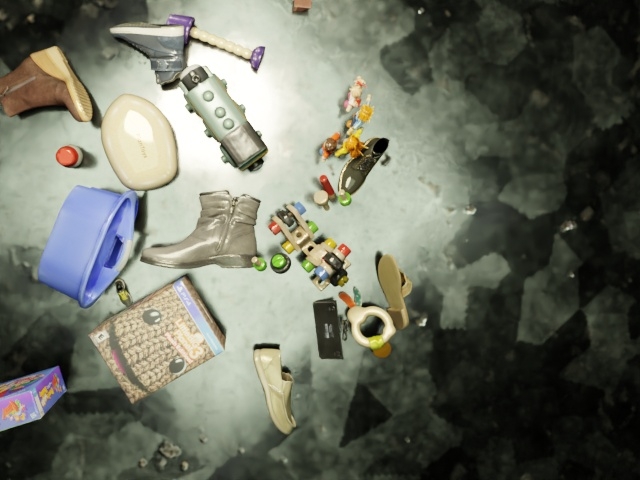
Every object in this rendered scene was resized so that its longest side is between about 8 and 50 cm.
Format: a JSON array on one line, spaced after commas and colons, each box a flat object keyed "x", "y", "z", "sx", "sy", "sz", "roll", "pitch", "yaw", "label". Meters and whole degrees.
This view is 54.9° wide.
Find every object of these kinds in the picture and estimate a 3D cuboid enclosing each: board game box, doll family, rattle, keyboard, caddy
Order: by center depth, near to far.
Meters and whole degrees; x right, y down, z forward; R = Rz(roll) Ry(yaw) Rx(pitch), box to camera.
[{"x": -0.896, "y": 0.454, "z": 1.649, "sx": 0.347, "sy": 0.233, "sz": 0.078, "roll": -16, "pitch": 96, "yaw": -5, "label": "board game box"}, {"x": -0.597, "y": 0.011, "z": 1.651, "sx": 0.179, "sy": 0.241, "sz": 0.341, "roll": 22, "pitch": 92, "yaw": -2, "label": "caddy"}, {"x": -0.451, "y": 0.273, "z": 1.736, "sx": 0.291, "sy": 0.141, "sz": 0.232, "roll": -31, "pitch": 97, "yaw": -4, "label": "board game box"}, {"x": 0.097, "y": -0.324, "z": 1.743, "sx": 0.118, "sy": 0.163, "sz": 0.263, "roll": 25, "pitch": 91, "yaw": -5, "label": "doll family"}, {"x": 0.038, "y": 0.268, "z": 1.840, "sx": 0.108, "sy": 0.023, "sz": 0.180, "roll": -4, "pitch": 96, "yaw": 26, "label": "keyboard"}, {"x": 0.142, "y": 0.247, "z": 1.867, "sx": 0.200, "sy": 0.143, "sz": 0.130, "roll": 42, "pitch": 96, "yaw": 28, "label": "rattle"}]

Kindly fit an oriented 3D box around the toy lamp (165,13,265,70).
[{"x": -0.295, "y": -0.559, "z": 1.723, "sx": 0.275, "sy": 0.080, "sz": 0.080, "roll": 19, "pitch": 92, "yaw": -7, "label": "toy lamp"}]

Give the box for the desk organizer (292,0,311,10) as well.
[{"x": -0.052, "y": -0.724, "z": 1.757, "sx": 0.050, "sy": 0.047, "sz": 0.130, "roll": 2, "pitch": 94, "yaw": -10, "label": "desk organizer"}]

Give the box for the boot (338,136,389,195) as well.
[{"x": 0.123, "y": -0.216, "z": 1.772, "sx": 0.077, "sy": 0.137, "sz": 0.198, "roll": 28, "pitch": 92, "yaw": -9, "label": "boot"}]

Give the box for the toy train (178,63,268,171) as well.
[{"x": -0.264, "y": -0.335, "z": 1.688, "sx": 0.142, "sy": 0.190, "sz": 0.334, "roll": -35, "pitch": 98, "yaw": -4, "label": "toy train"}]

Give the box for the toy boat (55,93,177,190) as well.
[{"x": -0.564, "y": -0.258, "z": 1.694, "sx": 0.318, "sy": 0.148, "sz": 0.267, "roll": -13, "pitch": 101, "yaw": -13, "label": "toy boat"}]

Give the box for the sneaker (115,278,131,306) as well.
[{"x": -0.569, "y": 0.153, "z": 1.765, "sx": 0.031, "sy": 0.035, "sz": 0.083, "roll": -24, "pitch": 97, "yaw": -4, "label": "sneaker"}]

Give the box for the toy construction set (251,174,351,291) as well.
[{"x": 0.000, "y": 0.000, "z": 1.773, "sx": 0.257, "sy": 0.237, "sz": 0.308, "roll": 16, "pitch": 74, "yaw": 21, "label": "toy construction set"}]

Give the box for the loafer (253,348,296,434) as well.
[{"x": -0.119, "y": 0.439, "z": 1.810, "sx": 0.092, "sy": 0.102, "sz": 0.268, "roll": -19, "pitch": 96, "yaw": 1, "label": "loafer"}]

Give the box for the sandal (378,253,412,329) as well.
[{"x": 0.240, "y": 0.144, "z": 1.859, "sx": 0.079, "sy": 0.088, "sz": 0.240, "roll": -21, "pitch": 106, "yaw": -36, "label": "sandal"}]

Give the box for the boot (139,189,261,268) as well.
[{"x": -0.340, "y": -0.032, "z": 1.753, "sx": 0.338, "sy": 0.118, "sz": 0.222, "roll": -1, "pitch": 92, "yaw": -18, "label": "boot"}]

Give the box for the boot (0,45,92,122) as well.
[{"x": -0.750, "y": -0.383, "z": 1.667, "sx": 0.207, "sy": 0.090, "sz": 0.248, "roll": -30, "pitch": 80, "yaw": 3, "label": "boot"}]

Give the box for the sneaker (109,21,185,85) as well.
[{"x": -0.475, "y": -0.514, "z": 1.700, "sx": 0.226, "sy": 0.086, "sz": 0.163, "roll": 11, "pitch": 121, "yaw": 18, "label": "sneaker"}]
